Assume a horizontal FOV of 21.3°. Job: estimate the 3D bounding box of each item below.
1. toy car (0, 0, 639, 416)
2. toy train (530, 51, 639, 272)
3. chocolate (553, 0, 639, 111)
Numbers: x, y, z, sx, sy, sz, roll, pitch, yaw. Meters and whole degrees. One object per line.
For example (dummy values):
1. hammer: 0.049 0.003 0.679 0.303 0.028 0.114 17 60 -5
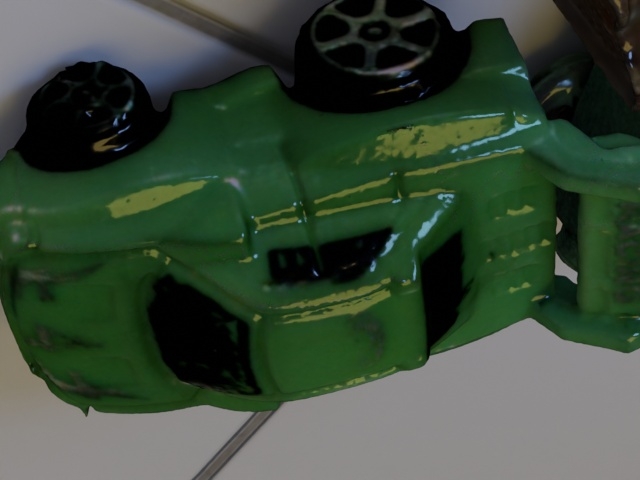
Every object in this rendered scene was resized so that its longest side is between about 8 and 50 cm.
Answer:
1. toy car: 0.000 0.000 0.945 0.358 0.176 0.213 -15 138 -9
2. toy train: 0.249 -0.108 1.024 0.221 0.150 0.304 -10 136 -31
3. chocolate: 0.133 -0.176 0.816 0.093 0.214 0.148 -32 141 4
